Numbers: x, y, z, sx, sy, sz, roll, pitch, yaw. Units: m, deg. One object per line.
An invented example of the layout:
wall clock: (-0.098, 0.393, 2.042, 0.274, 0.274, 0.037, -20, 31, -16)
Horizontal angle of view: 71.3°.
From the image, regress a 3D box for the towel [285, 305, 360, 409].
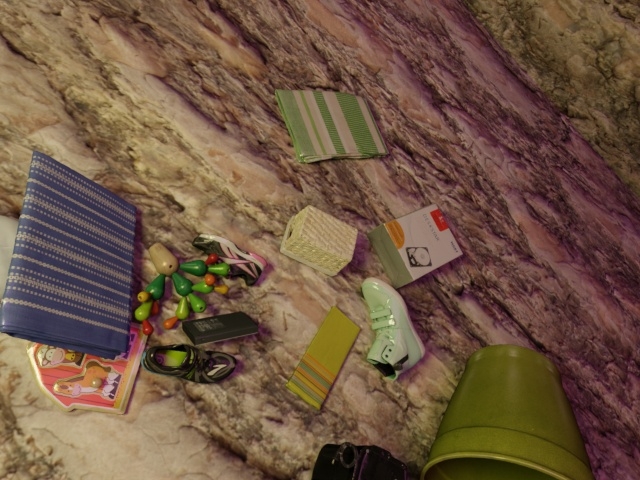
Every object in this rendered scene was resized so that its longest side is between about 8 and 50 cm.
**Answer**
towel: (0.012, 0.277, 1.074, 0.102, 0.021, 0.237, 44, 53, -13)

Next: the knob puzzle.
knob puzzle: (-0.439, 0.218, 0.831, 0.213, 0.030, 0.213, 12, 63, -25)

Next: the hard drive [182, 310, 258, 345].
hard drive: (-0.212, 0.183, 0.942, 0.135, 0.094, 0.022, -6, 104, -32)

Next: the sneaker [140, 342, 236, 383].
sneaker: (-0.258, 0.246, 0.892, 0.188, 0.078, 0.067, 15, 62, -25)

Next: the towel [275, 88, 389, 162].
towel: (0.041, -0.352, 1.368, 0.325, 0.038, 0.247, -10, 72, -31)

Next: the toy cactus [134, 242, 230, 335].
toy cactus: (-0.304, 0.080, 0.934, 0.219, 0.112, 0.180, -35, 74, -20)

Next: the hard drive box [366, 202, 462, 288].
hard drive box: (0.277, 0.011, 1.305, 0.232, 0.089, 0.181, -22, 81, -36)

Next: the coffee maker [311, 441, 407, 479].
coffee maker: (0.062, 0.468, 0.915, 0.120, 0.178, 0.171, -38, 92, -39)

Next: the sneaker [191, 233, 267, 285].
sneaker: (-0.212, 0.047, 1.019, 0.178, 0.072, 0.077, 25, 68, -12)

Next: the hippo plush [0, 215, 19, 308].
hippo plush: (-0.627, 0.016, 0.741, 0.237, 0.235, 0.294, 20, 71, -56)

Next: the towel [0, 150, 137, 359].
towel: (-0.439, 0.033, 0.810, 0.243, 0.040, 0.335, 44, 32, -57)

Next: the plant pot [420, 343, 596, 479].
plant pot: (0.456, 0.456, 1.073, 0.366, 0.366, 0.353, 39, 43, -9)

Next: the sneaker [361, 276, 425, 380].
sneaker: (0.158, 0.224, 1.130, 0.151, 0.094, 0.255, -29, 87, -42)

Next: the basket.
basket: (0.000, 0.000, 1.139, 0.167, 0.103, 0.113, 25, 57, -17)
